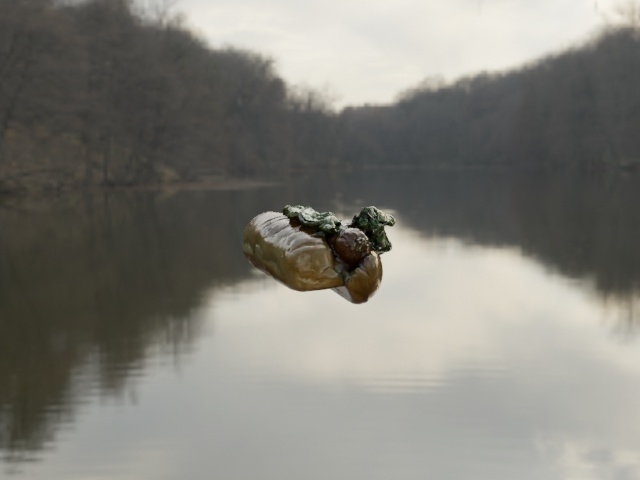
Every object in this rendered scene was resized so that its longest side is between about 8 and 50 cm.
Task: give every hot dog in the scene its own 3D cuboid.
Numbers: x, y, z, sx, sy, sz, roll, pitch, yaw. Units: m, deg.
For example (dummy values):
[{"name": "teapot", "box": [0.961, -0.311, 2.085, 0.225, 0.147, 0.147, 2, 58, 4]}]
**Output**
[{"name": "hot dog", "box": [0.000, 0.000, 0.509, 0.056, 0.041, 0.133, 11, 3, -16]}]
